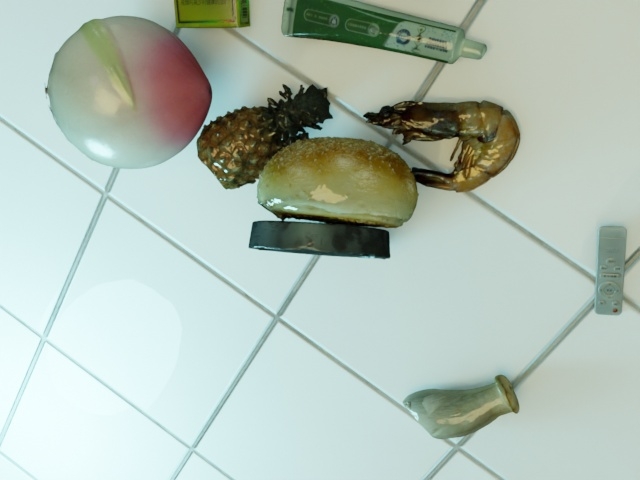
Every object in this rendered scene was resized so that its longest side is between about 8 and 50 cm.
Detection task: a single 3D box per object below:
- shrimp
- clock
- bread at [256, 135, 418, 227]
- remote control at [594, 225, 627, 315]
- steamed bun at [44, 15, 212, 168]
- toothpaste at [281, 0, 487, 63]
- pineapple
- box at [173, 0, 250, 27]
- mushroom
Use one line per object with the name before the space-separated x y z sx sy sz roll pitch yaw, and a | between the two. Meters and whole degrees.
shrimp | 0.223 -0.178 1.262 0.289 0.075 0.178 1 113 6
clock | 0.000 0.000 1.291 0.280 0.280 0.056 3 87 19
bread | 0.030 -0.107 1.238 0.305 0.305 0.159 4 91 18
remote control | 0.542 0.056 1.253 0.049 0.027 0.184 2 115 21
steamed bun | -0.338 -0.285 1.291 0.309 0.309 0.310 7 112 17
toothpaste | 0.110 -0.385 1.225 0.391 0.061 0.099 18 115 16
pineapple | -0.099 -0.212 1.327 0.278 0.158 0.158 -24 101 14
box | -0.215 -0.524 1.287 0.140 0.064 0.220 6 110 18
mushroom | 0.298 0.358 1.417 0.246 0.108 0.096 -20 143 27
